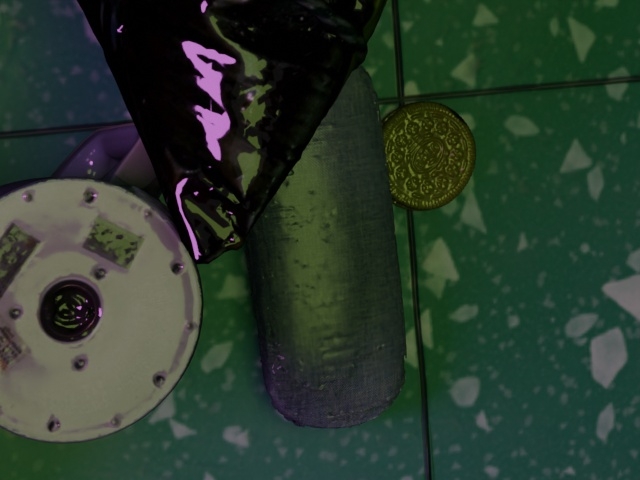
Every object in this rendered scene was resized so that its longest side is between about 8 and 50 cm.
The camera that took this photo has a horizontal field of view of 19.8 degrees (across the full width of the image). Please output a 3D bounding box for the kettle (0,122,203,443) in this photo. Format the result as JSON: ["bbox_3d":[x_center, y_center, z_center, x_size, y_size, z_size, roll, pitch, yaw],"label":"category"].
[{"bbox_3d":[-0.170,0.006,1.195,0.160,0.243,0.210,35,85,-19],"label":"kettle"}]

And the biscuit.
[{"bbox_3d":[0.077,-0.064,1.389,0.084,0.023,0.084,-1,95,-19],"label":"biscuit"}]

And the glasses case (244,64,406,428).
[{"bbox_3d":[0.000,0.000,1.346,0.109,0.067,0.282,-9,99,-15],"label":"glasses case"}]

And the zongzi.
[{"bbox_3d":[-0.027,-0.235,1.136,0.319,0.383,0.362,19,119,-22],"label":"zongzi"}]
